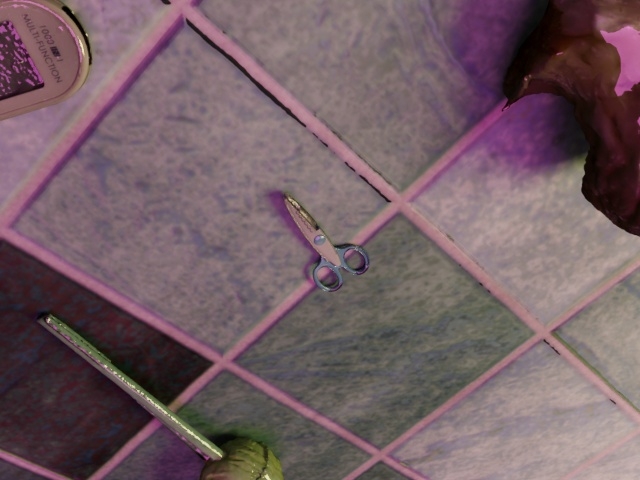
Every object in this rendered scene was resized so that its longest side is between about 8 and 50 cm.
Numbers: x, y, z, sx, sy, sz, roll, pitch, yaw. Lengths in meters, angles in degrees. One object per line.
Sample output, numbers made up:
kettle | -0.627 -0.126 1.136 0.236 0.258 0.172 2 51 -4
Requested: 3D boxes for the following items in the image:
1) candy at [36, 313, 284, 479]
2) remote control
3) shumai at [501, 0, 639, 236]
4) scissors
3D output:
candy | -0.160 0.187 0.623 0.335 0.093 0.092 48 62 -21
remote control | -0.271 -0.116 0.426 0.221 0.042 0.078 -17 122 1
shumai | 0.233 -0.111 0.445 0.175 0.166 0.206 18 93 -9
scissors | 0.000 0.000 0.555 0.058 0.014 0.119 -32 124 6
